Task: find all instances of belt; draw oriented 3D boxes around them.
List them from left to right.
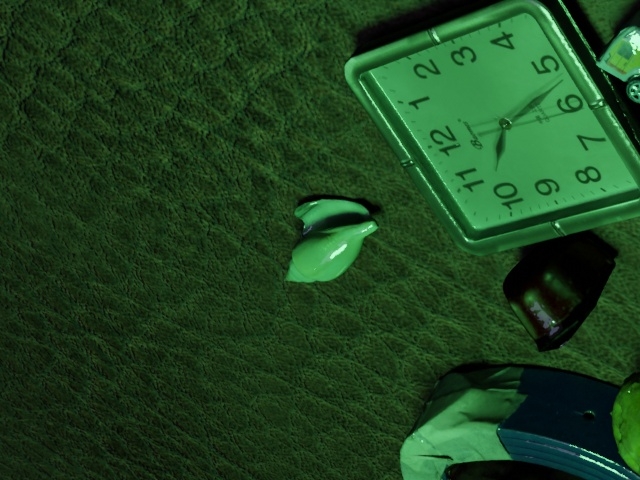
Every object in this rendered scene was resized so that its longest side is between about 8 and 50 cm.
[{"bbox_3d":[0.268,0.263,2.142,0.347,0.117,0.212,8,134,29],"label":"belt"}]

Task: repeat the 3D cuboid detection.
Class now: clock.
[{"bbox_3d":[0.193,-0.121,1.876,0.279,0.049,0.273,-15,118,43],"label":"clock"}]

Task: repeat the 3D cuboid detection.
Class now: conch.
[{"bbox_3d":[0.006,0.002,2.127,0.065,0.088,0.180,7,148,-38],"label":"conch"}]

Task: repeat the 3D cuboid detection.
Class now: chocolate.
[{"bbox_3d":[0.247,0.046,1.945,0.080,0.149,0.125,40,101,-4],"label":"chocolate"}]

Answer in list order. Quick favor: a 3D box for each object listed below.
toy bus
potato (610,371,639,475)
[{"bbox_3d":[0.359,-0.148,1.724,0.190,0.064,0.075,33,134,4],"label":"toy bus"},{"bbox_3d":[0.457,0.214,1.951,0.298,0.141,0.176,14,149,14],"label":"potato"}]
